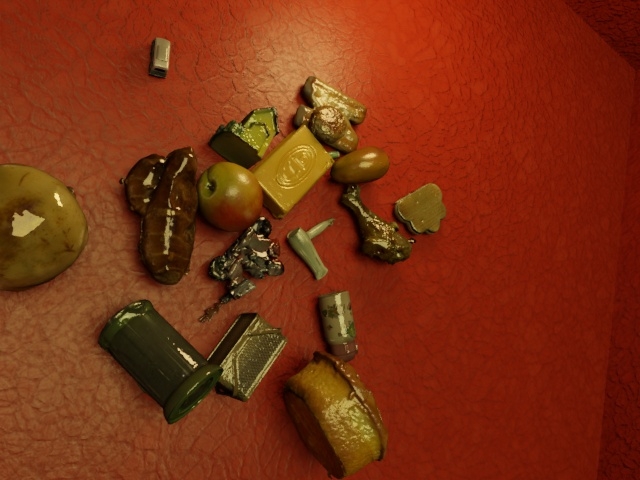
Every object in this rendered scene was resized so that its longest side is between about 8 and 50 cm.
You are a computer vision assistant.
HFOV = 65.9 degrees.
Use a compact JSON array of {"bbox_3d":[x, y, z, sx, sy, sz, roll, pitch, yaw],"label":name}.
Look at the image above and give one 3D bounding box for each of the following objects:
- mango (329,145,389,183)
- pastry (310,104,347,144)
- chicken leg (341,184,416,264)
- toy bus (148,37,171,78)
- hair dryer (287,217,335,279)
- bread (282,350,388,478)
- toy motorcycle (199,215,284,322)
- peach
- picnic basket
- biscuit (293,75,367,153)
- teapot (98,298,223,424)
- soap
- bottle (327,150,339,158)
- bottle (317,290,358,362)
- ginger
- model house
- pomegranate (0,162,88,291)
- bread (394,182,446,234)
[{"bbox_3d":[0.164,-0.289,1.921,0.255,0.176,0.139,-23,92,-38],"label":"mango"},{"bbox_3d":[0.029,-0.440,1.862,0.154,0.081,0.153,4,81,-29],"label":"pastry"},{"bbox_3d":[0.201,-0.036,1.934,0.361,0.140,0.211,39,43,-8],"label":"chicken leg"},{"bbox_3d":[-0.532,-0.612,1.640,0.060,0.075,0.122,7,78,-29],"label":"toy bus"},{"bbox_3d":[0.000,0.000,1.858,0.206,0.075,0.237,55,52,-19],"label":"hair dryer"},{"bbox_3d":[0.041,0.555,1.601,0.215,0.398,0.397,-29,96,-25],"label":"bread"},{"bbox_3d":[-0.259,0.106,1.639,0.207,0.134,0.401,45,61,-9],"label":"toy motorcycle"},{"bbox_3d":[-0.294,-0.141,1.603,0.231,0.231,0.230,6,78,-29],"label":"peach"},{"bbox_3d":[-0.247,0.368,1.576,0.139,0.165,0.266,44,64,-17],"label":"picnic basket"},{"bbox_3d":[0.042,-0.494,1.959,0.291,0.062,0.236,21,72,-24],"label":"biscuit"},{"bbox_3d":[-0.471,0.342,1.405,0.337,0.270,0.200,41,38,13],"label":"teapot"},{"bbox_3d":[-0.108,-0.255,1.809,0.204,0.096,0.324,47,62,-14],"label":"soap"},{"bbox_3d":[0.036,-0.335,1.946,0.083,0.030,0.030,-14,88,-32],"label":"bottle"},{"bbox_3d":[0.068,0.315,1.797,0.121,0.120,0.252,-10,87,-31],"label":"bottle"},{"bbox_3d":[-0.492,-0.076,1.508,0.176,0.255,0.417,-5,96,-67],"label":"ginger"},{"bbox_3d":[-0.245,-0.382,1.696,0.170,0.194,0.211,37,66,-17],"label":"model house"},{"bbox_3d":[-0.775,-0.037,1.279,0.333,0.333,0.332,6,78,-29],"label":"pomegranate"},{"bbox_3d":[0.440,-0.121,2.126,0.287,0.056,0.207,-25,91,-31],"label":"bread"}]
